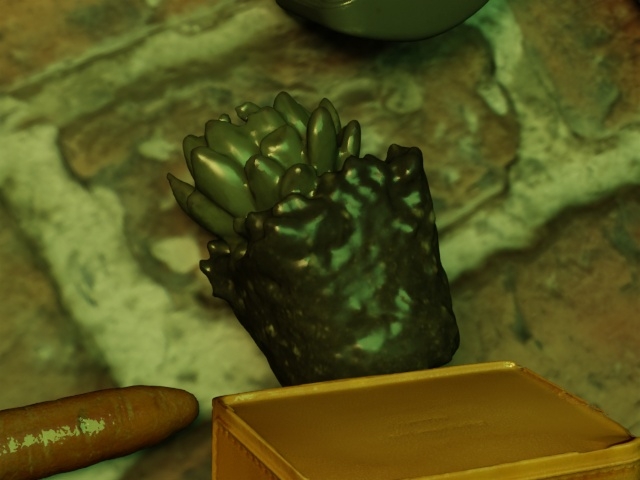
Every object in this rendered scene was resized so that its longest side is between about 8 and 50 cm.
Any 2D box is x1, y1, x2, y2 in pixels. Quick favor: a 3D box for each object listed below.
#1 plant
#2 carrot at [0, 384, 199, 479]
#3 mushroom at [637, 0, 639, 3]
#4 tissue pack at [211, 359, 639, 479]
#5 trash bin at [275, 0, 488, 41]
[{"bbox_3d":[0.000,0.000,0.700,0.129,0.132,0.194,-28,93,-29],"label":"plant"},{"bbox_3d":[-0.133,0.107,0.664,0.139,0.048,0.048,-11,81,-27],"label":"carrot"},{"bbox_3d":[0.330,-0.242,0.875,0.227,0.178,0.226,1,86,-20],"label":"mushroom"},{"bbox_3d":[0.055,0.220,0.610,0.194,0.145,0.274,-5,104,-25],"label":"tissue pack"},{"bbox_3d":[0.037,-0.244,0.736,0.177,0.101,0.236,-31,126,-16],"label":"trash bin"}]
